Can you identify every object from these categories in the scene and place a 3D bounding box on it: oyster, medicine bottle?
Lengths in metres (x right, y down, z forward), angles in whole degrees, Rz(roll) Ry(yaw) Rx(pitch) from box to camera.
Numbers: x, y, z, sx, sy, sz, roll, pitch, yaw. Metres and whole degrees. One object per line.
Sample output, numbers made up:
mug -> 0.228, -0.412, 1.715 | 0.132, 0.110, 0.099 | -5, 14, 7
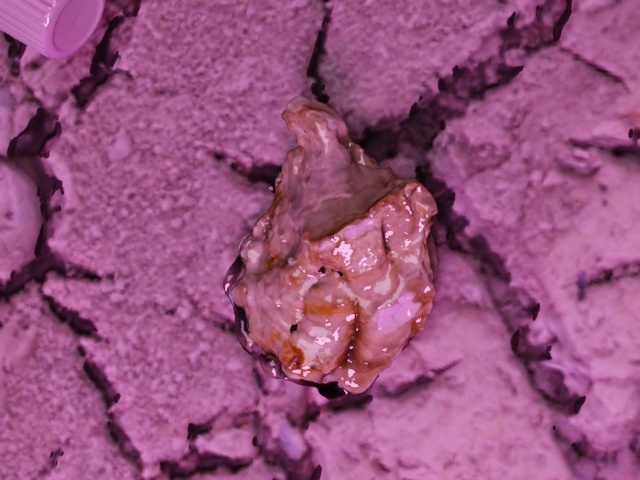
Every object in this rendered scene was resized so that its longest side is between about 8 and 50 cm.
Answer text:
oyster -> 0.000, 0.000, 1.067 | 0.163, 0.081, 0.191 | -27, 72, 17
medicine bottle -> -0.246, -0.204, 1.168 | 0.203, 0.083, 0.083 | 32, 93, 20
